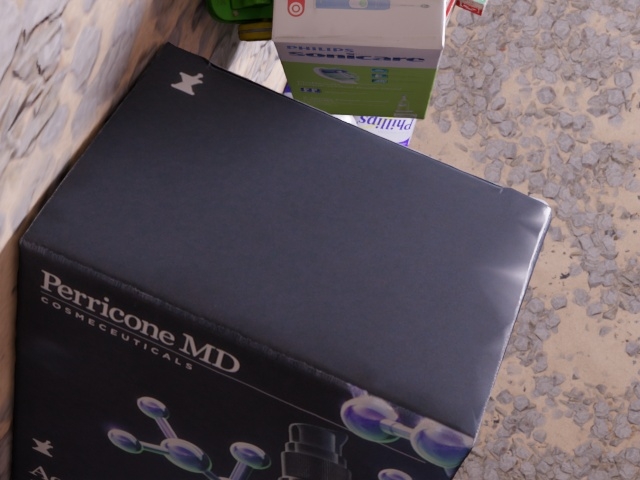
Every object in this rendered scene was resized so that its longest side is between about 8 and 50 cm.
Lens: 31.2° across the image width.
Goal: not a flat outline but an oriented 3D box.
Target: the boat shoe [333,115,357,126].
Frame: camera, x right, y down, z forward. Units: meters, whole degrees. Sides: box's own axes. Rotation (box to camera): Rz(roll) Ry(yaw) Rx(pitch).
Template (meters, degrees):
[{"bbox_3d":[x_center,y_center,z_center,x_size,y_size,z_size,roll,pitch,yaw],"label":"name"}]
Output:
[{"bbox_3d":[-0.057,-0.031,1.289,0.306,0.113,0.105,-49,-177,44],"label":"boat shoe"}]

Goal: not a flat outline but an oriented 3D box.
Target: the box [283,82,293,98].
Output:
[{"bbox_3d":[-0.017,-0.135,1.432,0.126,0.072,0.137,-53,167,-70],"label":"box"}]

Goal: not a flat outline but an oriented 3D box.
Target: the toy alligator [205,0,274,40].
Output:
[{"bbox_3d":[-0.056,-0.180,0.873,0.189,0.051,0.056,-75,162,-81],"label":"toy alligator"}]

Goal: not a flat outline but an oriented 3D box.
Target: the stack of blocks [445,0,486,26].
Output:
[{"bbox_3d":[0.171,-0.392,1.693,0.087,0.171,0.297,18,96,-86],"label":"stack of blocks"}]

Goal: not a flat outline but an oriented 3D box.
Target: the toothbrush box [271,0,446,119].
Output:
[{"bbox_3d":[0.036,-0.219,0.896,0.283,0.122,0.206,63,31,-87],"label":"toothbrush box"}]

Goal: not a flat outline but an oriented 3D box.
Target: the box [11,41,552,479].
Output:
[{"bbox_3d":[-0.049,0.106,0.859,0.395,0.294,0.212,109,6,-49],"label":"box"}]

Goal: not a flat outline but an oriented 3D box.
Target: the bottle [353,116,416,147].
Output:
[{"bbox_3d":[0.073,-0.163,1.646,0.092,0.118,0.282,-119,-142,-52],"label":"bottle"}]
